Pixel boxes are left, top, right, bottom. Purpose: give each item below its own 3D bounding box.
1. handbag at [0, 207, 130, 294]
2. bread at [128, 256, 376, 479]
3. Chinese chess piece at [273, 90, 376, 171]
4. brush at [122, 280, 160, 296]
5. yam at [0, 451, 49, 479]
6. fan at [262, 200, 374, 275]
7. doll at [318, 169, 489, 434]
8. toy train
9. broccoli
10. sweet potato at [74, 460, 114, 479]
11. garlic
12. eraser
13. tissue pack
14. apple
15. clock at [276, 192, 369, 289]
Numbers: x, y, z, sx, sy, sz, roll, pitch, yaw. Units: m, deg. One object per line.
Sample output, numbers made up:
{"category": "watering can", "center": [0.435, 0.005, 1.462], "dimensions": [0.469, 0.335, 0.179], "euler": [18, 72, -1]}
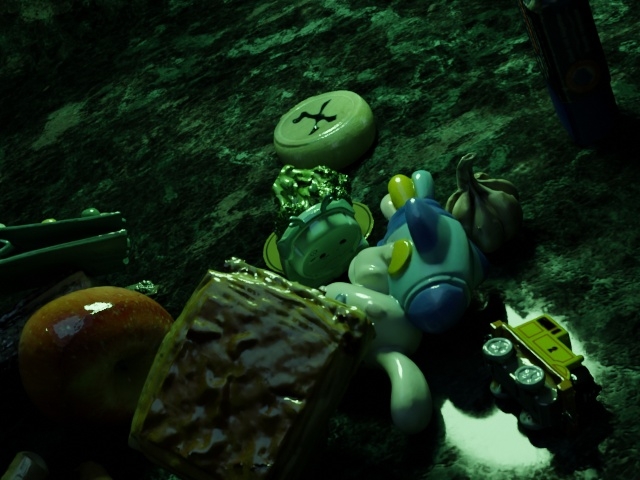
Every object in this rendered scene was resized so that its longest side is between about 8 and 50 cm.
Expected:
{"category": "handbag", "center": [-0.496, 0.011, 1.722], "dimensions": [0.274, 0.100, 0.268], "euler": [-12, -12, -12]}
{"category": "bread", "center": [-0.094, 0.211, 1.350], "dimensions": [0.278, 0.167, 0.324], "euler": [22, 78, 22]}
{"category": "Chinese chess piece", "center": [0.006, -0.236, 2.025], "dimensions": [0.238, 0.092, 0.237], "euler": [-19, 34, 14]}
{"category": "brush", "center": [-0.420, 0.115, 1.910], "dimensions": [0.191, 0.027, 0.034], "euler": [-14, 34, 21]}
{"category": "yam", "center": [-0.549, 0.489, 1.459], "dimensions": [0.081, 0.081, 0.356], "euler": [0, 44, 35]}
{"category": "fan", "center": [-0.014, -0.030, 1.834], "dimensions": [0.230, 0.011, 0.335], "euler": [-24, 34, 3]}
{"category": "doll", "center": [0.116, 0.065, 1.439], "dimensions": [0.376, 0.187, 0.365], "euler": [36, 87, 28]}
{"category": "toy train", "center": [0.305, 0.179, 1.271], "dimensions": [0.127, 0.089, 0.219], "euler": [-23, 32, -12]}
{"category": "broccoli", "center": [-0.024, -0.059, 1.724], "dimensions": [0.195, 0.156, 0.195], "euler": [-60, 3, 5]}
{"category": "sweet potato", "center": [-0.324, 0.413, 1.413], "dimensions": [0.072, 0.066, 0.314], "euler": [1, 14, -37]}
{"category": "garlic", "center": [0.271, -0.070, 1.542], "dimensions": [0.127, 0.194, 0.131], "euler": [14, 44, 33]}
{"category": "eraser", "center": [0.437, -0.341, 1.648], "dimensions": [0.102, 0.332, 0.155], "euler": [-24, 34, 8]}
{"category": "tissue pack", "center": [-0.545, 0.177, 1.762], "dimensions": [0.332, 0.123, 0.245], "euler": [-32, -3, -5]}
{"category": "apple", "center": [-0.371, 0.198, 1.562], "dimensions": [0.272, 0.251, 0.206], "euler": [-23, 25, -37]}
{"category": "clock", "center": [0.000, 0.000, 1.609], "dimensions": [0.159, 0.211, 0.066], "euler": [-35, 61, -8]}
